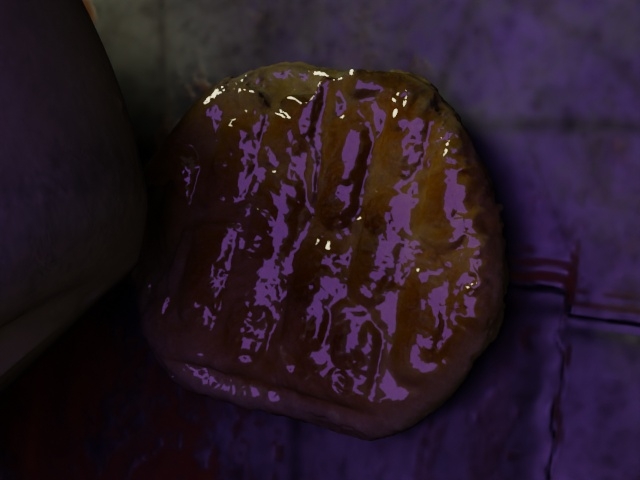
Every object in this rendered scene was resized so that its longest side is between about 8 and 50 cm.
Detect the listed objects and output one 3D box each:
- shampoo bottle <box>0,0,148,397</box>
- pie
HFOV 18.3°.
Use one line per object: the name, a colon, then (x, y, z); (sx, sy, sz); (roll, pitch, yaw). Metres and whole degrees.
shampoo bottle: (-0.250, -0.038, 0.900); (0.322, 0.322, 0.317); (-42, 80, 15)
pie: (0.000, 0.000, 0.947); (0.195, 0.046, 0.195); (0, 89, 22)
